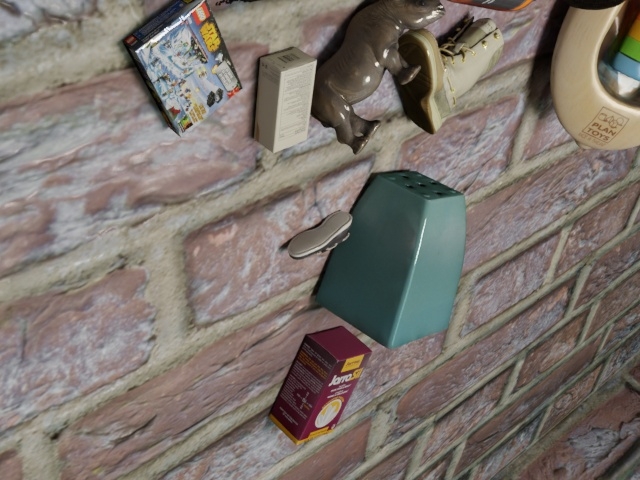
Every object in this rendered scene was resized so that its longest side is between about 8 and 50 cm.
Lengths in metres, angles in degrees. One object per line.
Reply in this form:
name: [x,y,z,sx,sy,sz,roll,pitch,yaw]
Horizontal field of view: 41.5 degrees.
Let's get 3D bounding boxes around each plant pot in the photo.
plant pot: [0.127,0.017,1.343,0.165,0.166,0.234,-10,122,-48]

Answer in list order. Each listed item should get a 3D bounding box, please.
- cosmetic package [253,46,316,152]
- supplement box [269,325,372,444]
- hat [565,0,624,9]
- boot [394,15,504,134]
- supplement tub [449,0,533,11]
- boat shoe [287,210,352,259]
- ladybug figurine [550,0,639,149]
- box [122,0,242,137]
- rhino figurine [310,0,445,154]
cosmetic package: [-0.044,-0.170,1.028,0.060,0.041,0.115,-26,141,-37]
supplement box: [0.000,0.254,1.485,0.104,0.081,0.188,-5,126,-50]
hat: [0.449,-0.499,1.219,0.134,0.331,0.331,35,93,-19]
boot: [0.185,-0.265,1.198,0.165,0.077,0.213,-45,154,-10]
supplement tub: [0.233,-0.363,1.132,0.198,0.106,0.106,-9,129,-49]
boat shoe: [0.000,0.000,1.261,0.125,0.046,0.038,-38,143,-37]
ladybug figurine: [0.553,-0.359,1.435,0.305,0.162,0.449,22,118,-13]
box: [-0.142,-0.185,0.897,0.094,0.027,0.137,-41,148,-14]
rhino figurine: [0.074,-0.235,1.064,0.243,0.106,0.073,-55,180,3]
